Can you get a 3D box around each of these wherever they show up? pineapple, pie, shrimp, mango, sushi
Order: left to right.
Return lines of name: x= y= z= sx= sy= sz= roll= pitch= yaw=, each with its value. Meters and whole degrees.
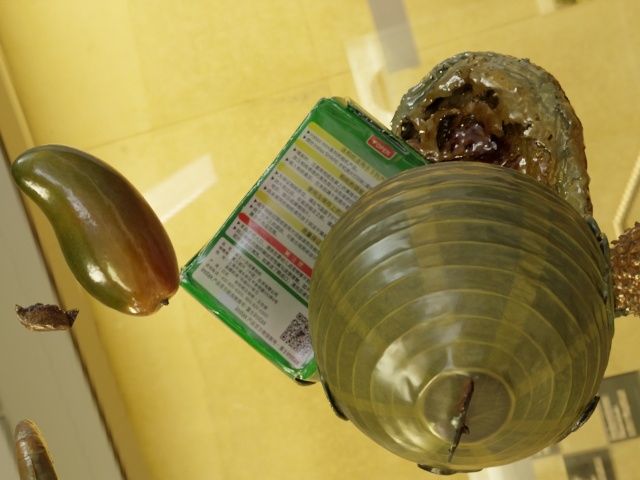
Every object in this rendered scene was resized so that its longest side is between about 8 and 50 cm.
shrimp: x=-0.382 y=0.352 z=1.403 sx=0.133 sy=0.053 sz=0.236 roll=92 pitch=156 yaw=-43
sushi: x=-0.443 y=0.122 z=1.629 sx=0.050 sy=0.099 sz=0.047 roll=-30 pitch=58 yaw=59
mango: x=-0.309 y=-0.021 z=1.445 sx=0.289 sy=0.146 sz=0.129 roll=60 pitch=-170 yaw=-10
pie: x=0.177 y=-0.084 z=1.161 sx=0.085 sy=0.308 sz=0.308 roll=14 pitch=-121 yaw=-49
pineapple: x=0.334 y=0.088 z=1.259 sx=0.119 sy=0.277 sz=0.130 roll=50 pitch=-160 yaw=-3

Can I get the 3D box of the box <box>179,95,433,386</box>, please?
box: x=0.000 y=0.000 z=0.976 sx=0.180 sy=0.250 sz=0.103 roll=40 pitch=-176 yaw=17

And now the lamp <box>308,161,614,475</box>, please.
lamp: x=0.110 y=0.069 z=0.778 sx=0.284 sy=0.250 sz=0.250 roll=-80 pitch=-27 yaw=-64
